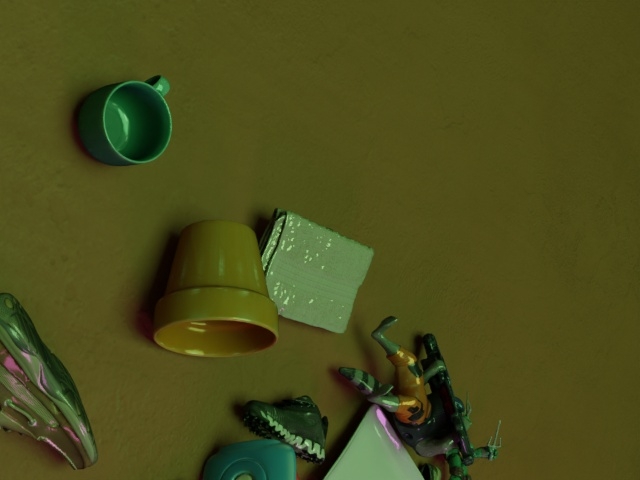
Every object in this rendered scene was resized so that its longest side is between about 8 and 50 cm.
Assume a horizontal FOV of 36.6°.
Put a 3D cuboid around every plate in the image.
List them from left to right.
[{"bbox_3d":[0.101,0.519,1.952,0.277,0.045,0.278,-49,117,-42],"label":"plate"}]

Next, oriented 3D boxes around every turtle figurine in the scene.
[{"bbox_3d":[0.324,0.466,2.164,0.175,0.118,0.234,32,56,-41],"label":"turtle figurine"}]

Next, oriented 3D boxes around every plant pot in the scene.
[{"bbox_3d":[-0.172,0.076,1.608,0.205,0.205,0.188,23,56,-44],"label":"plant pot"}]

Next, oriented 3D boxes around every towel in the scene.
[{"bbox_3d":[-0.016,0.062,1.832,0.282,0.049,0.187,22,90,-44],"label":"towel"}]

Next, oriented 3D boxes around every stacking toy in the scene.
[{"bbox_3d":[-0.076,0.490,1.730,0.302,0.175,0.166,56,27,-48],"label":"stacking toy"}]

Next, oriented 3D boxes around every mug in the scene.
[{"bbox_3d":[-0.305,-0.185,1.527,0.157,0.097,0.130,-22,104,-46],"label":"mug"}]

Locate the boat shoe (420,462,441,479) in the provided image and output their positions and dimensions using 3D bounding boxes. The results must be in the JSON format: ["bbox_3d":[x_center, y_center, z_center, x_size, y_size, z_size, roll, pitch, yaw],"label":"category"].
[{"bbox_3d":[0.222,0.559,2.104,0.049,0.056,0.152,38,53,-34],"label":"boat shoe"}]

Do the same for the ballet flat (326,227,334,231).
[{"bbox_3d":[0.000,0.000,1.889,0.114,0.041,0.041,-15,100,-46],"label":"ballet flat"}]

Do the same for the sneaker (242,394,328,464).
[{"bbox_3d":[-0.059,0.328,1.794,0.234,0.078,0.106,42,57,-42],"label":"sneaker"}]

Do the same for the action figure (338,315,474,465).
[{"bbox_3d":[0.185,0.312,2.003,0.330,0.178,0.341,56,14,-33],"label":"action figure"}]

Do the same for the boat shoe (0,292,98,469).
[{"bbox_3d":[-0.426,0.219,1.394,0.116,0.123,0.324,-28,123,-8],"label":"boat shoe"}]
